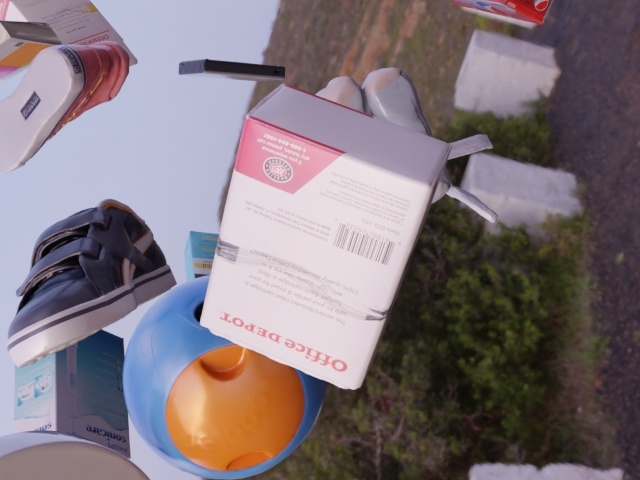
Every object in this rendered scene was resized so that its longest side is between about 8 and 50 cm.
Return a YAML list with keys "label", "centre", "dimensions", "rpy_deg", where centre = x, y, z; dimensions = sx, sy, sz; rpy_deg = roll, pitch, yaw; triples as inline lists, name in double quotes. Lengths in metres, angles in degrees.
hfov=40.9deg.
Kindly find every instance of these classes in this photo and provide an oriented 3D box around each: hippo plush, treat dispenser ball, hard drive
- label: "hippo plush"
  centre: [0.082, -0.128, 1.313]
  dimensions: [0.236, 0.294, 0.234]
  rpy_deg: [171, 95, -79]
- label: "treat dispenser ball"
  centre: [-0.135, 0.191, 1.222]
  dimensions: [0.288, 0.288, 0.288]
  rpy_deg: [18, -90, -89]
- label: "hard drive"
  centre: [-0.135, -0.257, 1.300]
  dimensions: [0.094, 0.135, 0.022]
  rpy_deg: [14, 103, 56]

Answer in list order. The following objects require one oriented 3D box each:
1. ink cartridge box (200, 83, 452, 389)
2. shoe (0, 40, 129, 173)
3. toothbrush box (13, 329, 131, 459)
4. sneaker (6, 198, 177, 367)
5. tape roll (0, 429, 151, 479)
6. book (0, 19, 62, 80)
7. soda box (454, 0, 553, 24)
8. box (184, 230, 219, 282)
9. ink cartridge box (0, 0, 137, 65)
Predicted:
- label: "ink cartridge box"
  centre: [0.000, 0.000, 0.809]
  dimensions: [0.100, 0.171, 0.237]
  rpy_deg: [-56, -14, -56]
- label: "shoe"
  centre: [-0.250, -0.123, 0.800]
  dimensions: [0.178, 0.063, 0.081]
  rpy_deg: [-34, -3, 37]
- label: "toothbrush box"
  centre: [-0.528, 0.327, 1.830]
  dimensions: [0.216, 0.126, 0.296]
  rpy_deg: [36, -147, -51]
- label: "sneaker"
  centre: [-0.252, 0.036, 0.899]
  dimensions: [0.128, 0.126, 0.321]
  rpy_deg: [64, -173, -4]
- label: "tape roll"
  centre: [-0.354, 0.425, 1.030]
  dimensions: [0.072, 0.392, 0.392]
  rpy_deg: [5, 71, 46]
- label: "book"
  centre: [-0.384, -0.224, 1.038]
  dimensions: [0.096, 0.035, 0.144]
  rpy_deg: [-33, 7, 10]
- label: "soda box"
  centre: [0.285, -0.433, 1.446]
  dimensions: [0.084, 0.092, 0.263]
  rpy_deg: [-67, 27, 12]
- label: "box"
  centre: [-0.216, 0.080, 1.737]
  dimensions: [0.244, 0.100, 0.060]
  rpy_deg: [-107, 30, -50]
- label: "ink cartridge box"
  centre: [-0.373, -0.298, 1.252]
  dimensions: [0.115, 0.198, 0.067]
  rpy_deg: [-34, -9, -40]
